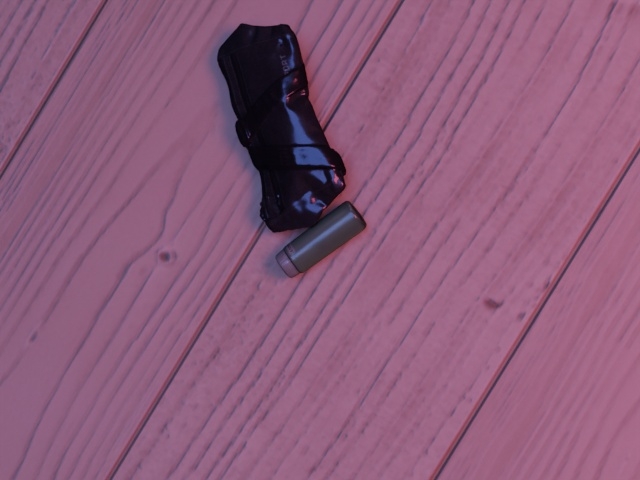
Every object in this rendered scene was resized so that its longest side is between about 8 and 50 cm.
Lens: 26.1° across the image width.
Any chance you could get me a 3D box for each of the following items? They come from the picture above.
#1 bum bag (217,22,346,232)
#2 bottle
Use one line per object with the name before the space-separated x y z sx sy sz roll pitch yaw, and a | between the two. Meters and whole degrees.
bum bag | -0.033 -0.105 1.239 0.087 0.049 0.197 -24 78 31
bottle | 0.000 0.000 1.226 0.083 0.030 0.030 -36 78 8
